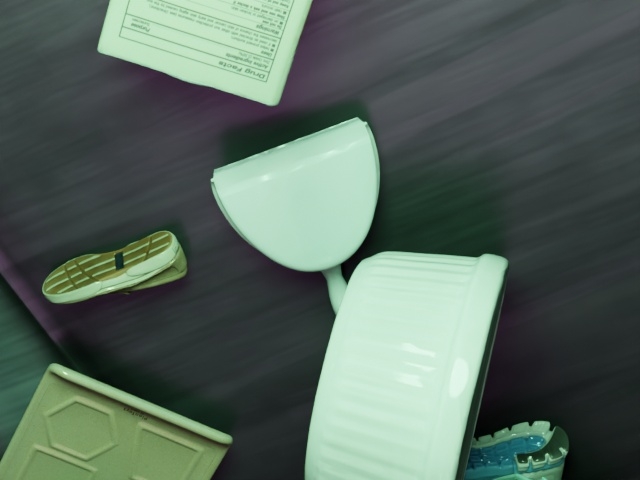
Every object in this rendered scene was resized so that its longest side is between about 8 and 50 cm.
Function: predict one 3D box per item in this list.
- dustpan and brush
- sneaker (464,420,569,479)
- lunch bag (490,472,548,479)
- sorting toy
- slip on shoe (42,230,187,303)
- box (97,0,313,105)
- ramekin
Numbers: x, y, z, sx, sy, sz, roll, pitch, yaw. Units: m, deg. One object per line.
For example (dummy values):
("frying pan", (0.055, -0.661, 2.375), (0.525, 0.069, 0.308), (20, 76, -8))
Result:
("dustpan and brush", (0.000, 0.000, 1.345), (0.147, 0.060, 0.211), (-20, 111, -1))
("sneaker", (0.147, 0.232, 1.461), (0.191, 0.071, 0.083), (-4, 125, 5))
("lunch bag", (0.180, 0.347, 1.448), (0.223, 0.160, 0.262), (31, 113, -35))
("sorting toy", (-0.211, 0.221, 1.489), (0.193, 0.038, 0.208), (24, 123, -11))
("slip on shoe", (-0.186, 0.033, 1.371), (0.135, 0.051, 0.041), (-22, 129, 7))
("box", (-0.065, -0.246, 1.157), (0.148, 0.127, 0.232), (17, 119, -8))
("ramekin", (0.074, 0.132, 1.301), (0.127, 0.273, 0.273), (12, 120, 9))
